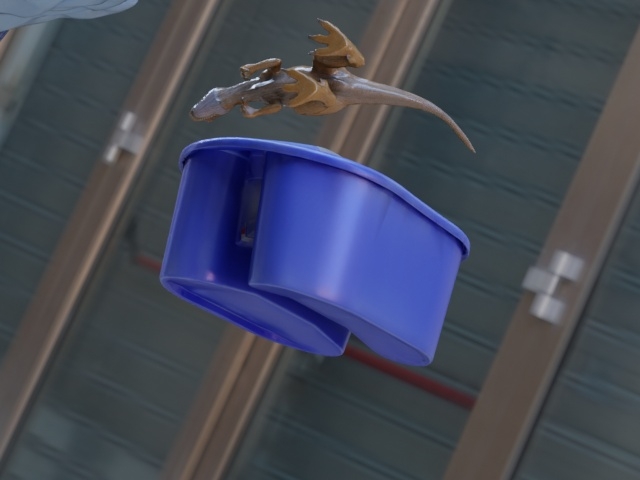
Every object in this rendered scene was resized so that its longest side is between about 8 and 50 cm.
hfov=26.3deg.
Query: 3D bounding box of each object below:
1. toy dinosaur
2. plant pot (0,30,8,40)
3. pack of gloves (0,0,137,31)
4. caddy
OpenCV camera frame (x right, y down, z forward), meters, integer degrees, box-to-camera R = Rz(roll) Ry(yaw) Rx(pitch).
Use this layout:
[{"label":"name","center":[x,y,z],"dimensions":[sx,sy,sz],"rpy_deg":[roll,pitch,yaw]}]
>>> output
[{"label":"toy dinosaur","center":[0.011,-0.111,0.988],"dimensions":[0.212,0.064,0.112],"rpy_deg":[5,-9,4]},{"label":"plant pot","center":[-0.270,-0.273,0.962],"dimensions":[0.236,0.212,0.236],"rpy_deg":[44,-15,-7]},{"label":"pack of gloves","center":[-0.195,-0.083,0.529],"dimensions":[0.232,0.046,0.195],"rpy_deg":[-4,-4,25]},{"label":"caddy","center":[0.000,0.000,1.364],"dimensions":[0.241,0.179,0.341],"rpy_deg":[2,-18,36]}]
